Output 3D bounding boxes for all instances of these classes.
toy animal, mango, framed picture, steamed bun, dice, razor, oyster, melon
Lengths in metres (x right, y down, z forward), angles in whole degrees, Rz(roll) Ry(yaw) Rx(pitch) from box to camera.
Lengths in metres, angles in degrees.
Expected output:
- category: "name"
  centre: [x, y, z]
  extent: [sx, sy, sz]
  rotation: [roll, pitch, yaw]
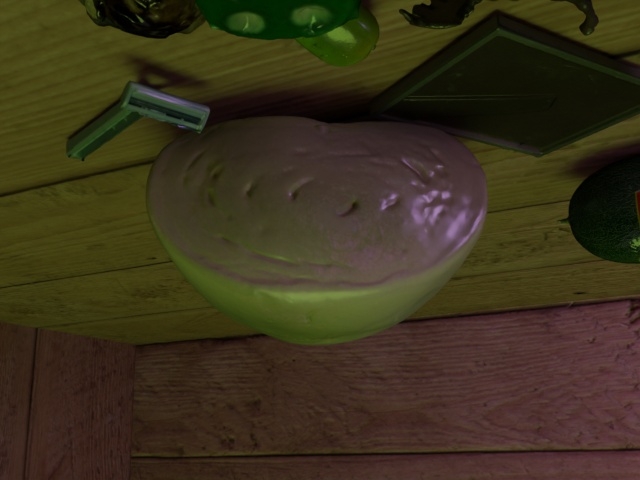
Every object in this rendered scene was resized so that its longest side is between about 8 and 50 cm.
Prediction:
- category: "toy animal"
  centre: [0.191, -0.247, 0.621]
  extent: [0.186, 0.094, 0.214]
  rotation: [6, 156, -40]
- category: "mango"
  centre: [0.011, -0.220, 0.727]
  extent: [0.108, 0.056, 0.073]
  rotation: [10, 155, -27]
- category: "framed picture"
  centre: [0.268, -0.186, 0.934]
  extent: [0.334, 0.022, 0.247]
  rotation: [8, 162, -30]
- category: "steamed bun"
  centre: [0.000, 0.000, 1.033]
  extent: [0.455, 0.290, 0.371]
  rotation: [-2, 168, 0]
- category: "dice"
  centre: [-0.032, -0.234, 0.539]
  extent: [0.128, 0.131, 0.120]
  rotation: [-3, 163, 7]
- category: "razor"
  centre: [-0.270, -0.159, 0.945]
  extent: [0.111, 0.056, 0.277]
  rotation: [12, 167, -41]
- category: "oyster"
  centre: [-0.155, -0.217, 0.607]
  extent: [0.161, 0.108, 0.232]
  rotation: [-5, -178, -16]
- category: "melon"
  centre: [0.532, -0.052, 1.147]
  extent: [0.287, 0.183, 0.182]
  rotation: [-11, 162, 35]
